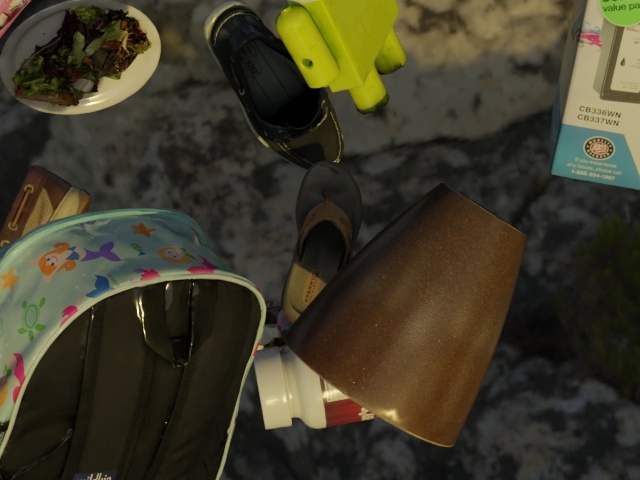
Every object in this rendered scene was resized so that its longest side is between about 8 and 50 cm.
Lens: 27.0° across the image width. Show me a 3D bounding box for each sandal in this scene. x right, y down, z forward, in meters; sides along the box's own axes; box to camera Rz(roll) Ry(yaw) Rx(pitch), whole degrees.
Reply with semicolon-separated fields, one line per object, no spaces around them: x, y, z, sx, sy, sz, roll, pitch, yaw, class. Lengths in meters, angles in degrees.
0.000;0.000;1.683;0.090;0.060;0.219;17;72;-1;sandal

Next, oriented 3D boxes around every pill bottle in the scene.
0.031;0.170;1.678;0.221;0.121;0.121;-10;39;-4;pill bottle

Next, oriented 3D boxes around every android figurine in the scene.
0.017;-0.288;1.534;0.056;0.273;0.248;-10;38;31;android figurine

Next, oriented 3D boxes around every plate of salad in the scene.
-0.292;-0.216;1.633;0.200;0.200;0.048;-20;56;0;plate of salad

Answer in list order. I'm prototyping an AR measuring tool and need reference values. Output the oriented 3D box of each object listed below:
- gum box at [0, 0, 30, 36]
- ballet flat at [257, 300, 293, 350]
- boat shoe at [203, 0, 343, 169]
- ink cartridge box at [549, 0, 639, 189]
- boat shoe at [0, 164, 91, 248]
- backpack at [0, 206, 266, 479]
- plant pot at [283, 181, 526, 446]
-0.539;-0.401;2.064;0.188;0.062;0.107;40;91;16;gum box
-0.076;0.123;1.841;0.079;0.077;0.221;-18;-1;-26;ballet flat
-0.049;-0.209;1.993;0.127;0.340;0.113;-36;39;-6;boat shoe
0.360;-0.210;1.381;0.198;0.270;0.197;10;28;6;ink cartridge box
-0.457;0.046;1.849;0.342;0.123;0.123;-57;6;-13;boat shoe
-0.166;0.092;1.011;0.225;0.253;0.191;-6;43;-38;backpack
0.112;0.063;1.410;0.215;0.215;0.230;39;99;47;plant pot
